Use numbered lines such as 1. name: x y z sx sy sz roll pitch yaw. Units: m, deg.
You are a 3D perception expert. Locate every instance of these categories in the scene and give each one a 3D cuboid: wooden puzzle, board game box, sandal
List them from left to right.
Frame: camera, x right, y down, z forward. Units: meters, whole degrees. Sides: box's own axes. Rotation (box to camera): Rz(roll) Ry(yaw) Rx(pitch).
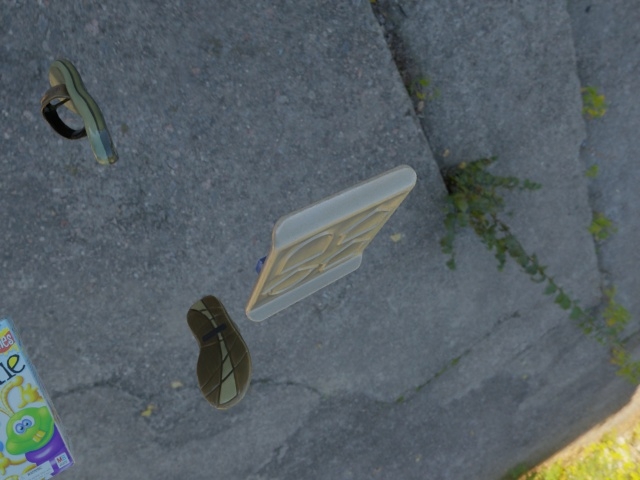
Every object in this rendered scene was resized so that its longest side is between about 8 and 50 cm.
1. board game box: -0.556 0.285 0.847 0.142 0.144 0.275 -25 97 -29
2. sandal: -0.427 -0.219 0.835 0.086 0.303 0.120 -28 136 -17
3. sandal: -0.133 0.147 0.661 0.072 0.180 0.049 -29 134 -6
4. wooden puzzle: 0.000 0.000 0.976 0.322 0.080 0.347 -26 158 -29
